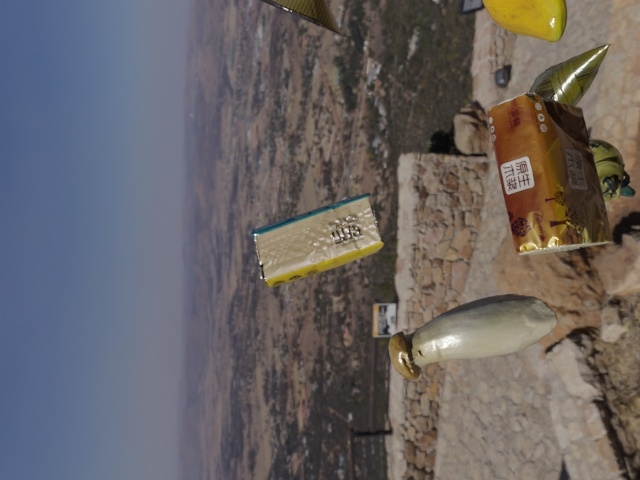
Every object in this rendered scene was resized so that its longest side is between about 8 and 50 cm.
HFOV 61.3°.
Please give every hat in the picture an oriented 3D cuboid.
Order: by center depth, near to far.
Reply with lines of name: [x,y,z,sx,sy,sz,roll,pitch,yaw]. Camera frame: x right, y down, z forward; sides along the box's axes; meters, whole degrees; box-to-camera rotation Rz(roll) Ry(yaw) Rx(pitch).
hat: [-0.030,-0.490,1.092,0.193,0.193,0.082,-118,47,-62]

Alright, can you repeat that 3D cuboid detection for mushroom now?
mushroom: [0.315,0.197,1.139,0.128,0.350,0.128,-21,-90,-83]

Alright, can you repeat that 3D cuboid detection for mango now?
mango: [0.505,-0.608,1.348,0.316,0.119,0.176,62,152,33]

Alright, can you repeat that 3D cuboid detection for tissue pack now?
tissue pack: [0.342,-0.096,0.810,0.092,0.183,0.226,-14,81,47]
tissue pack: [0.000,0.000,1.192,0.192,0.271,0.133,9,-117,-85]

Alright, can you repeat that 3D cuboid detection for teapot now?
teapot: [0.700,-0.173,1.401,0.182,0.270,0.173,-102,35,-59]

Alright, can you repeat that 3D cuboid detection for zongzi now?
zongzi: [0.703,-0.419,1.583,0.286,0.138,0.300,-60,4,-8]
